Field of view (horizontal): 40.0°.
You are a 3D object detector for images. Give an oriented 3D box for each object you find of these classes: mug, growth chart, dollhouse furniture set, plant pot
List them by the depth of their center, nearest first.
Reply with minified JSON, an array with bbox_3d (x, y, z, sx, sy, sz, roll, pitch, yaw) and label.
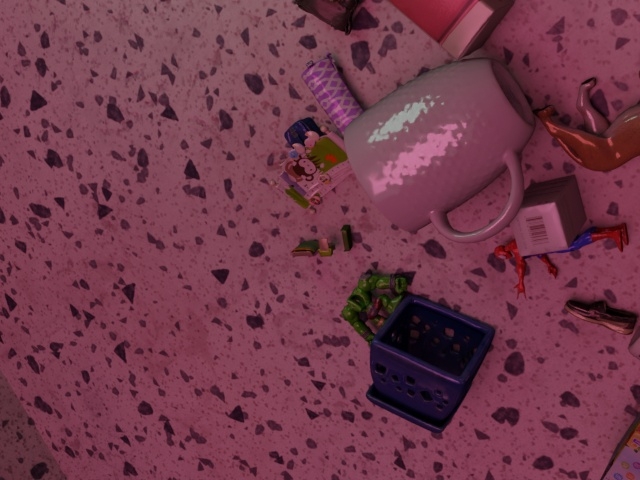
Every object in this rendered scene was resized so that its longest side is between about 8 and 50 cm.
[{"bbox_3d":[0.274,-0.172,1.791,0.328,0.276,0.374,-32,66,27],"label":"mug"},{"bbox_3d":[0.248,0.299,2.064,0.236,0.236,0.212,23,126,19],"label":"plant pot"},{"bbox_3d":[-0.012,-0.168,2.091,0.172,0.021,0.237,30,129,-25],"label":"growth chart"},{"bbox_3d":[0.000,0.000,2.171,0.151,0.076,0.059,-3,112,20],"label":"dollhouse furniture set"}]

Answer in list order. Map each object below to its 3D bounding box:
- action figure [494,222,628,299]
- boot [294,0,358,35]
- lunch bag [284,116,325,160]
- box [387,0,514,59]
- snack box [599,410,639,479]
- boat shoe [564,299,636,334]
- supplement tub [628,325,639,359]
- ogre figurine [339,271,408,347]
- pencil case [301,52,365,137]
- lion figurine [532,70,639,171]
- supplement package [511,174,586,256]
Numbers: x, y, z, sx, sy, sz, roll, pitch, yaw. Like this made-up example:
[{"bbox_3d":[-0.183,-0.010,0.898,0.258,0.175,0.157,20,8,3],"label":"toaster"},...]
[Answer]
[{"bbox_3d":[0.511,0.046,1.882,0.280,0.091,0.139,-4,99,31],"label":"action figure"},{"bbox_3d":[0.007,-0.599,1.900,0.263,0.091,0.229,42,124,6],"label":"boot"},{"bbox_3d":[-0.035,-0.237,2.093,0.067,0.065,0.098,-39,88,36],"label":"lunch bag"},{"bbox_3d":[0.249,-0.493,1.769,0.232,0.148,0.127,42,124,7],"label":"box"},{"bbox_3d":[0.689,0.444,1.901,0.070,0.174,0.207,32,124,18],"label":"snack box"},{"bbox_3d":[0.607,0.154,1.902,0.152,0.056,0.049,19,114,11],"label":"boat shoe"},{"bbox_3d":[0.750,0.224,1.790,0.199,0.144,0.144,35,124,12],"label":"supplement tub"},{"bbox_3d":[0.126,0.156,2.153,0.118,0.097,0.197,28,134,3],"label":"ogre figurine"},{"bbox_3d":[0.042,-0.324,2.005,0.088,0.086,0.206,-33,94,12],"label":"pencil case"},{"bbox_3d":[0.615,-0.213,1.704,0.392,0.142,0.240,-14,111,50],"label":"lion figurine"},{"bbox_3d":[0.469,-0.052,1.812,0.105,0.179,0.105,-11,104,33],"label":"supplement package"}]
